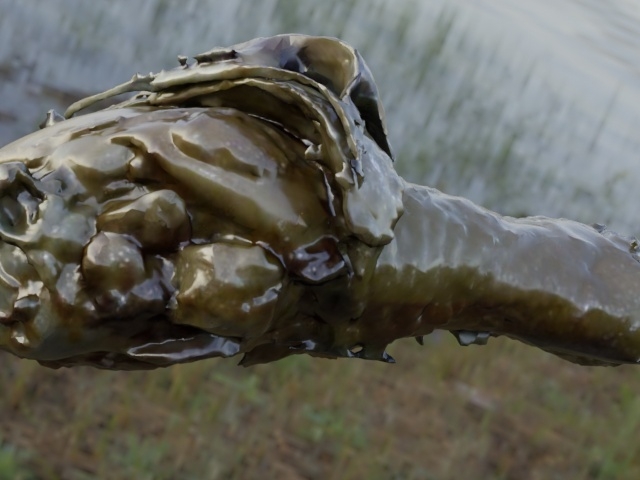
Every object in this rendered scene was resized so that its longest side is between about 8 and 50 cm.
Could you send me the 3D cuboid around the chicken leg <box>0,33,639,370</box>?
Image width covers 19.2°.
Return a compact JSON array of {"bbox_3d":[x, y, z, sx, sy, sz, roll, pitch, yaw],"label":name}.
[{"bbox_3d":[0.000,-0.002,0.491,0.196,0.080,0.125,2,-13,-3],"label":"chicken leg"}]
